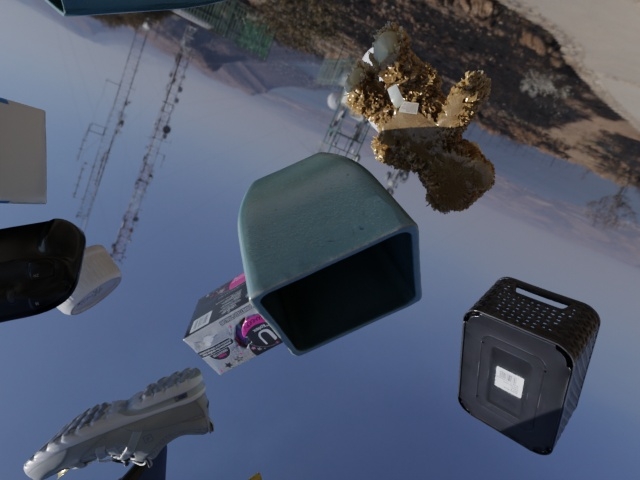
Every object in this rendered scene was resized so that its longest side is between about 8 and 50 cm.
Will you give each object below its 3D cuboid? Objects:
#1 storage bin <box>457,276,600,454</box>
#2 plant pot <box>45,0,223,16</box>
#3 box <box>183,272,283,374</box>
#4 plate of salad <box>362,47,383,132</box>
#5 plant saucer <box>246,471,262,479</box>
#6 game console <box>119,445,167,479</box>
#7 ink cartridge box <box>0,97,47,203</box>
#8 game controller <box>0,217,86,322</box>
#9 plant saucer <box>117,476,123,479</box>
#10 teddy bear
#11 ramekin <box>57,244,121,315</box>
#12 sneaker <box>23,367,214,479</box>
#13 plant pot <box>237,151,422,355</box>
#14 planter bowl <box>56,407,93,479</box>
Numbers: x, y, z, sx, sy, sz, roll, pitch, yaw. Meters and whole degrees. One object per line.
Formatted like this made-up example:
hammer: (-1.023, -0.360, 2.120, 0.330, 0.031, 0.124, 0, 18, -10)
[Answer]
storage bin: (0.245, 0.151, 0.529, 0.122, 0.180, 0.084, 23, -137, 40)
plant pot: (-0.165, -0.329, 0.434, 0.234, 0.165, 0.165, -20, -136, -34)
box: (-0.174, 0.181, 1.043, 0.142, 0.247, 0.163, 53, -164, -24)
plate of salad: (0.151, -0.309, 0.914, 0.048, 0.200, 0.200, -30, -137, -26)
plant saucer: (-0.202, 0.783, 0.999, 0.081, 0.333, 0.333, 15, -171, -18)
game console: (-0.440, 0.672, 0.903, 0.060, 0.342, 0.386, 15, -165, 8)
ink cartridge box: (-0.607, -0.146, 0.702, 0.232, 0.168, 0.171, 3, -175, 9)
game controller: (-0.465, 0.050, 0.537, 0.319, 0.067, 0.166, -11, -147, -11)
plant saucer: (-0.570, 0.786, 1.278, 0.168, 0.029, 0.168, 58, -170, -16)
teddy bear: (0.177, -0.210, 0.762, 0.338, 0.245, 0.113, 41, -140, 16)
ramekin: (-0.672, 0.119, 1.240, 0.109, 0.207, 0.207, 48, -166, 0)
sneaker: (-0.297, 0.303, 0.656, 0.281, 0.115, 0.105, -22, -176, -4)
plant pot: (0.000, 0.000, 0.738, 0.247, 0.247, 0.252, 68, 178, -54)
planter bowl: (-0.632, 0.521, 1.174, 0.090, 0.217, 0.217, 50, -166, 1)
